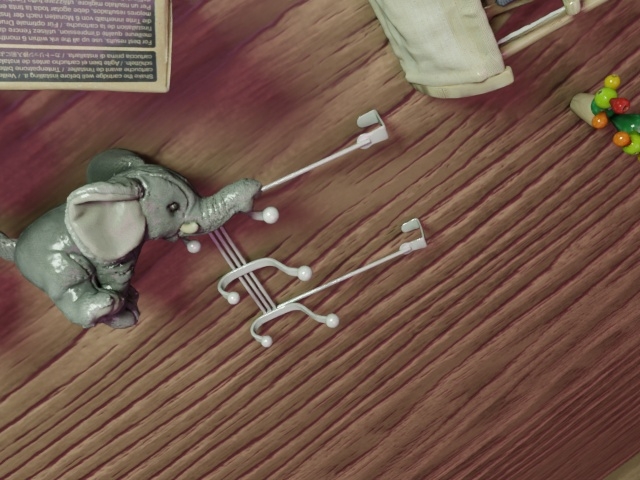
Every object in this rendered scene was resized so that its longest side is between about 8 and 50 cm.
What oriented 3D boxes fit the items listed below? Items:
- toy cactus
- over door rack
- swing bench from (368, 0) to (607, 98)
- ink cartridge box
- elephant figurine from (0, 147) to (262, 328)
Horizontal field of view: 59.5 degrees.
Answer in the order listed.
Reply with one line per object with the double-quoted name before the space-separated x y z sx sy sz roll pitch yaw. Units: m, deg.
"toy cactus" 0.461 -0.193 0.852 0.218 0.180 0.112 9 116 -30
"over door rack" 0.000 0.000 0.802 0.324 0.108 0.240 -31 129 -5
"swing bench" 0.178 -0.331 0.641 0.254 0.165 0.253 -39 129 2
"ink cartridge box" -0.241 -0.201 0.478 0.193 0.235 0.088 -5 122 -22
"elephant figurine" -0.224 -0.030 0.654 0.239 0.169 0.186 -53 153 12
